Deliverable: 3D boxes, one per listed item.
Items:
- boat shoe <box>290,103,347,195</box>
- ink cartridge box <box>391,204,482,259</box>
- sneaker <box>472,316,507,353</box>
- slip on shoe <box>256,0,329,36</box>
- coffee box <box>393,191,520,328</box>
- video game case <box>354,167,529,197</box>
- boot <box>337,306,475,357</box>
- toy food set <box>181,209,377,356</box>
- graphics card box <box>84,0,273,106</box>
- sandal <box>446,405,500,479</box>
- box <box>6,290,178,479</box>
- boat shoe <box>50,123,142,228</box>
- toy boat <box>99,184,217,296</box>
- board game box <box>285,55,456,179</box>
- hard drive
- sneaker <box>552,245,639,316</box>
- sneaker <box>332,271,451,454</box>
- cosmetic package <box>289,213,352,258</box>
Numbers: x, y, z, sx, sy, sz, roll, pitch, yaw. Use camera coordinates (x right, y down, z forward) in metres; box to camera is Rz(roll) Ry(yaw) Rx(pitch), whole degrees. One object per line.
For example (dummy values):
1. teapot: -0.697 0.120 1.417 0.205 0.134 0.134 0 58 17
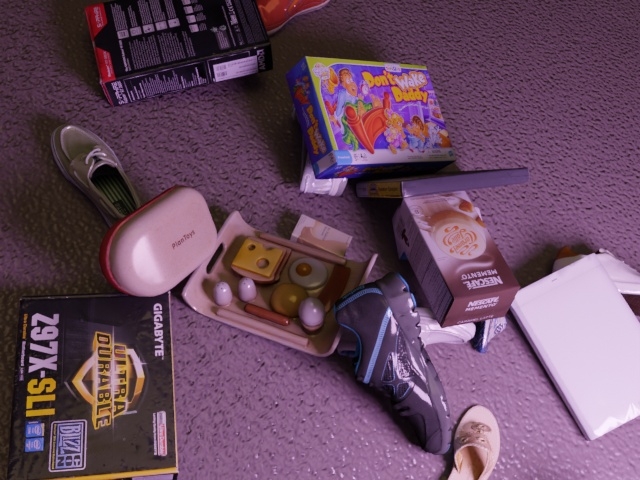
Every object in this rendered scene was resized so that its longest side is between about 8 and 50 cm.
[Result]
1. boat shoe: -0.013 -0.243 1.573 0.103 0.118 0.321 0 66 -18
2. ink cartridge box: 0.249 -0.015 1.525 0.180 0.060 0.104 1 59 -12
3. sneaker: 0.343 0.167 1.443 0.058 0.052 0.135 23 57 -3
4. slip on shoe: -0.099 -0.589 1.770 0.331 0.101 0.123 -32 73 -26
5. coffee box: 0.253 0.030 1.380 0.141 0.098 0.247 -9 52 -18
6. video game case: 0.240 -0.119 1.491 0.274 0.248 0.035 -8 96 -17
7. boot: 0.159 0.191 1.372 0.258 0.095 0.124 10 63 3
8. toy food set: -0.073 0.068 1.356 0.305 0.092 0.220 18 56 13
9. graphics card box: -0.309 -0.447 1.602 0.370 0.094 0.233 -16 63 -7
10. sandal: 0.271 0.387 1.274 0.088 0.079 0.240 29 57 5
11. box: -0.373 0.245 1.215 0.256 0.079 0.322 -2 60 -12
12. boat shoe: -0.425 -0.131 1.419 0.109 0.094 0.302 -33 71 -28
13. toy boat: -0.306 0.001 1.304 0.151 0.151 0.231 0 28 35
14. board game box: 0.113 -0.255 1.531 0.347 0.078 0.234 -7 76 -39
15. hard drive: 0.527 0.202 1.418 0.202 0.040 0.308 -26 72 -4
16. sneaker: 0.635 0.076 1.530 0.289 0.106 0.123 15 60 -2
17. sneaker: 0.130 0.227 1.272 0.139 0.125 0.341 -21 100 0
18. cosmetic package: 0.000 0.000 1.469 0.115 0.041 0.060 23 57 2
